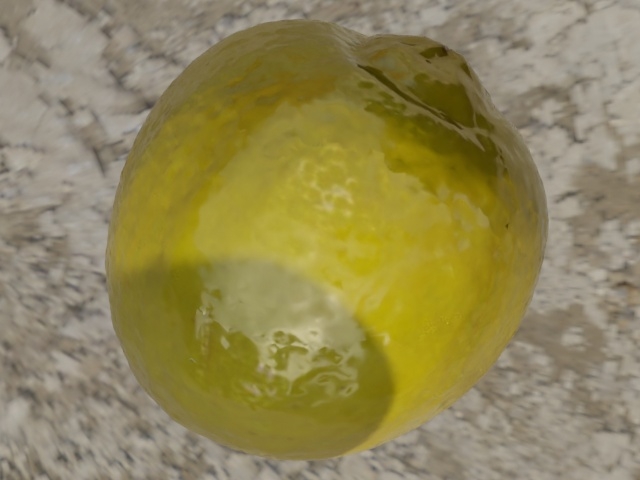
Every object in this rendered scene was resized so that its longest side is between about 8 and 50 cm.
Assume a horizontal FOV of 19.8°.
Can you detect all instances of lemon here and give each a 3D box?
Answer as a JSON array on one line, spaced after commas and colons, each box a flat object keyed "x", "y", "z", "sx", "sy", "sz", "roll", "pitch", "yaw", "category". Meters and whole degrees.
[{"x": 0.000, "y": 0.000, "z": 1.374, "sx": 0.348, "sy": 0.348, "sz": 0.348, "roll": 0, "pitch": 90, "yaw": -12, "category": "lemon"}]
